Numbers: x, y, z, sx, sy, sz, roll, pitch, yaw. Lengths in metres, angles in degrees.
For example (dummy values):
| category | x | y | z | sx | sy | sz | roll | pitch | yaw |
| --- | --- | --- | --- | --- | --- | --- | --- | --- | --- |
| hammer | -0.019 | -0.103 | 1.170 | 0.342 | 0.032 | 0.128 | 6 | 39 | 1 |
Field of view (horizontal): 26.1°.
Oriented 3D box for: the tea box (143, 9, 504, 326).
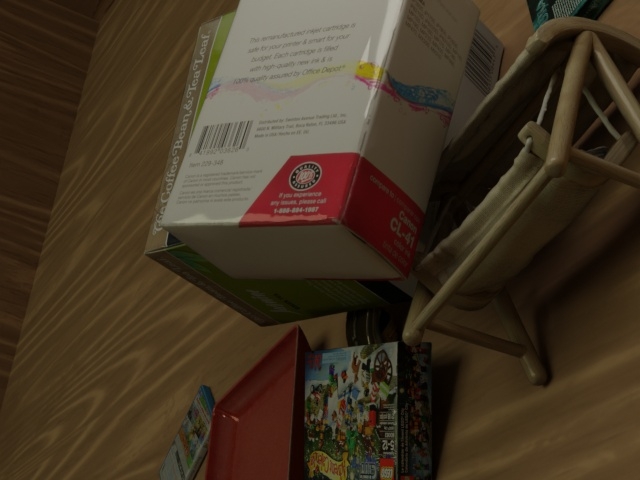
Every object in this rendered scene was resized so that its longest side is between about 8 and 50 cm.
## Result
| category | x | y | z | sx | sy | sz | roll | pitch | yaw |
| --- | --- | --- | --- | --- | --- | --- | --- | --- | --- |
| tea box | 0.008 | -0.108 | 1.590 | 0.324 | 0.220 | 0.329 | -12 | 56 | 38 |

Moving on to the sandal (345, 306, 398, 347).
| category | x | y | z | sx | sy | sz | roll | pitch | yaw |
| --- | --- | --- | --- | --- | --- | --- | --- | --- | --- |
| sandal | 0.067 | 0.120 | 1.618 | 0.072 | 0.049 | 0.180 | 133 | 135 | -55 |

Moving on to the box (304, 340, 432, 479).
| category | x | y | z | sx | sy | sz | roll | pitch | yaw |
| --- | --- | --- | --- | --- | --- | --- | --- | --- | --- |
| box | 0.049 | 0.197 | 1.529 | 0.233 | 0.044 | 0.159 | 163 | 110 | -64 |

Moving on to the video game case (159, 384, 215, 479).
| category | x | y | z | sx | sy | sz | roll | pitch | yaw |
| --- | --- | --- | --- | --- | --- | --- | --- | --- | --- |
| video game case | -0.201 | 0.318 | 2.112 | 0.166 | 0.015 | 0.119 | -64 | 21 | 14 |

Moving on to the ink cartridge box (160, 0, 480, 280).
| category | x | y | z | sx | sy | sz | roll | pitch | yaw |
| --- | --- | --- | --- | --- | --- | --- | --- | --- | --- |
| ink cartridge box | 0.004 | -0.121 | 1.339 | 0.226 | 0.131 | 0.306 | -1 | 61 | 39 |

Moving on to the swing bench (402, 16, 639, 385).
| category | x | y | z | sx | sy | sz | roll | pitch | yaw |
| --- | --- | --- | --- | --- | --- | --- | --- | --- | --- |
| swing bench | 0.196 | -0.048 | 1.292 | 0.253 | 0.165 | 0.254 | -53 | 27 | 38 |

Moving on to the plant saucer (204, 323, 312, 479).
| category | x | y | z | sx | sy | sz | roll | pitch | yaw |
| --- | --- | --- | --- | --- | --- | --- | --- | --- | --- |
| plant saucer | -0.079 | 0.279 | 1.811 | 0.259 | 0.048 | 0.258 | -47 | 30 | 45 |

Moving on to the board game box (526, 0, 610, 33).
| category | x | y | z | sx | sy | sz | roll | pitch | yaw |
| --- | --- | --- | --- | --- | --- | --- | --- | --- | --- |
| board game box | 0.274 | -0.297 | 1.522 | 0.126 | 0.026 | 0.186 | -52 | 27 | 37 |
